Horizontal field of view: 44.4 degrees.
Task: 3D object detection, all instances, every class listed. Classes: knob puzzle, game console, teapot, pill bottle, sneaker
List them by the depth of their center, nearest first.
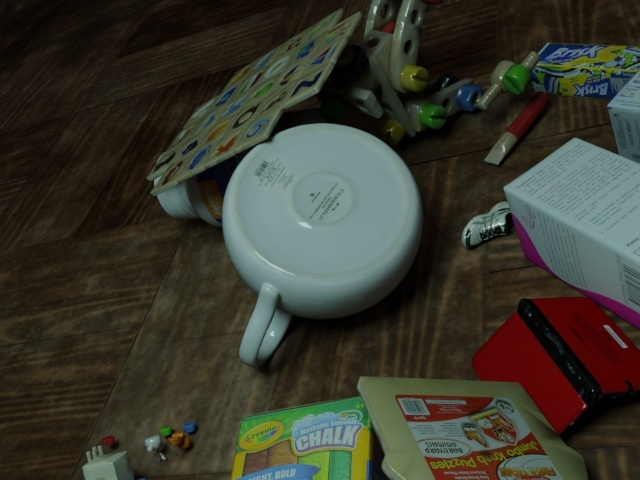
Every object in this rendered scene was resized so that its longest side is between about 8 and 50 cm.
[{"bbox_3d":[0.134,0.190,0.643,0.213,0.030,0.213,15,28,-8],"label":"knob puzzle"},{"bbox_3d":[0.239,0.130,0.773,0.124,0.085,0.144,-1,33,-17],"label":"game console"},{"bbox_3d":[0.000,0.000,0.954,0.256,0.187,0.252,-13,62,-9],"label":"teapot"},{"bbox_3d":[0.210,-0.017,0.957,0.083,0.032,0.037,-37,36,-12],"label":"sneaker"},{"bbox_3d":[-0.106,-0.100,1.162,0.272,0.152,0.152,-7,40,26],"label":"pill bottle"}]

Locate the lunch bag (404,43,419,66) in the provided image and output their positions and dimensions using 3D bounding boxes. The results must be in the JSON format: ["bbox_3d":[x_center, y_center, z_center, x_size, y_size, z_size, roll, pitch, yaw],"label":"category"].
[{"bbox_3d":[0.123,-0.304,1.343,0.098,0.065,0.067,1,29,35],"label":"lunch bag"}]

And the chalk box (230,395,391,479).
[{"bbox_3d":[0.004,0.230,0.699,0.132,0.132,0.213,-15,37,16],"label":"chalk box"}]

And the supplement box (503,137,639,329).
[{"bbox_3d":[0.309,-0.005,0.810,0.114,0.111,0.220,-35,37,-11],"label":"supplement box"}]

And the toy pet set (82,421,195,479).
[{"bbox_3d":[-0.208,0.262,0.880,0.122,0.065,0.114,-13,3,15],"label":"toy pet set"}]

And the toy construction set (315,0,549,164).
[{"bbox_3d":[0.132,-0.201,1.100,0.309,0.257,0.237,33,69,18],"label":"toy construction set"}]

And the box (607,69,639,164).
[{"bbox_3d":[0.407,-0.139,0.901,0.137,0.126,0.072,-43,37,-21],"label":"box"}]

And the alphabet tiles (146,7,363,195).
[{"bbox_3d":[-0.096,-0.188,1.059,0.342,0.011,0.285,-20,34,41],"label":"alphabet tiles"}]

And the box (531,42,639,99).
[{"bbox_3d":[0.381,-0.237,1.100,0.169,0.054,0.059,18,56,44],"label":"box"}]
